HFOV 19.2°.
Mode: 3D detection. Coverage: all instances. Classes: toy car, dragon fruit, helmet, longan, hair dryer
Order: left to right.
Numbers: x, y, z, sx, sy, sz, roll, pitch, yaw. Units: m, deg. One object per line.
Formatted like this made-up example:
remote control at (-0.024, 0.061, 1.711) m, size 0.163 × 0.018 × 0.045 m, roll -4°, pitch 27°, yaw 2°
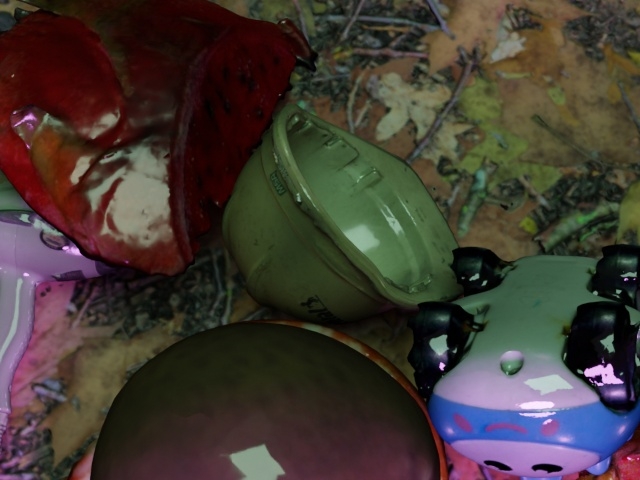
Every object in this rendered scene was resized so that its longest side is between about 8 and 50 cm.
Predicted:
hair dryer at (-0.320, 0.050, 1.651) m, size 0.229 × 0.092 × 0.267 m, roll 26°, pitch 78°, yaw 14°
dragon fruit at (-0.175, -0.138, 1.666) m, size 0.282 × 0.100 × 0.343 m, roll 18°, pitch 48°, yaw 7°
longan at (-0.040, 0.179, 1.389) m, size 0.258 × 0.258 × 0.258 m, roll 1°, pitch 68°, yaw -2°
helmet at (0.000, 0.003, 1.643) m, size 0.137 × 0.257 × 0.204 m, roll -38°, pitch 57°, yaw 22°
toy car at (0.184, 0.113, 1.560) m, size 0.189 × 0.255 × 0.190 m, roll 0°, pitch 111°, yaw 17°
dragon fruit at (0.280, 0.204, 1.612) m, size 0.112 × 0.068 × 0.126 m, roll -29°, pitch 73°, yaw -14°

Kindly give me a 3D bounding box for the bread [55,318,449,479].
bread at (-0.047, 0.226, 1.562) m, size 0.295 × 0.114 × 0.328 m, roll 41°, pitch 71°, yaw 14°
